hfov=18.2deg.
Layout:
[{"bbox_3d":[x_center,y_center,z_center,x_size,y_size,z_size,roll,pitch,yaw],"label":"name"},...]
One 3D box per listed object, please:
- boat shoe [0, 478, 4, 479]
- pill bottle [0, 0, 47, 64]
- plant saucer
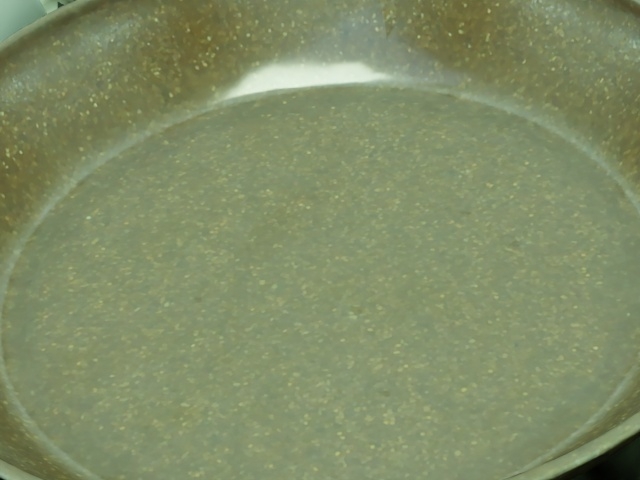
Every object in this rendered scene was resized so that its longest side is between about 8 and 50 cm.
[{"bbox_3d":[-0.110,0.135,0.402,0.340,0.113,0.127,-45,57,-10],"label":"boat shoe"},{"bbox_3d":[-0.170,0.013,0.483,0.131,0.131,0.229,23,70,28],"label":"pill bottle"},{"bbox_3d":[0.000,0.000,0.435,0.198,0.036,0.198,-4,39,3],"label":"plant saucer"}]
